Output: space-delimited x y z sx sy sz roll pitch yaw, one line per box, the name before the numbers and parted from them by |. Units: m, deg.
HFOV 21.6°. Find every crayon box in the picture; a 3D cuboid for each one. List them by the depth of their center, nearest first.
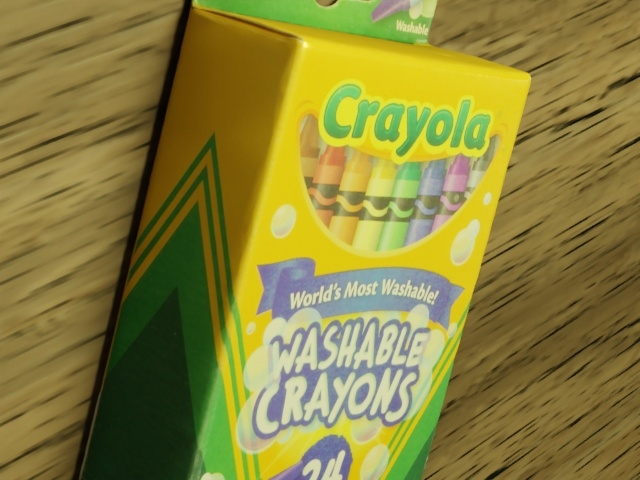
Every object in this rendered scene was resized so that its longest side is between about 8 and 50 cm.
crayon box | 0.000 0.000 0.887 0.203 0.083 0.323 1 107 -50
